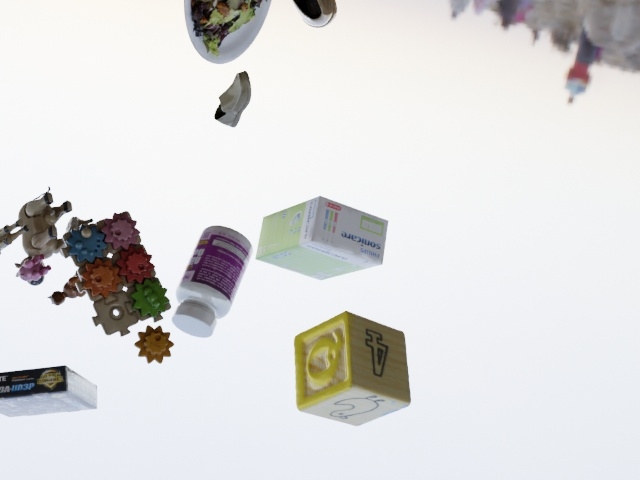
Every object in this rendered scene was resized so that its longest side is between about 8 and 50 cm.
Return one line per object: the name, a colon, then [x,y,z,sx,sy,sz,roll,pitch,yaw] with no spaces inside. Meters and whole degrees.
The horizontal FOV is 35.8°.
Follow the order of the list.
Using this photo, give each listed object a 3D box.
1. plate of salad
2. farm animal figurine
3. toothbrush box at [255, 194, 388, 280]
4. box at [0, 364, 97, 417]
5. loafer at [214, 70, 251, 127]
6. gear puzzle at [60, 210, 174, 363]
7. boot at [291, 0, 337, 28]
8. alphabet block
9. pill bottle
plate of salad: [-0.100,-0.314,1.223,0.048,0.200,0.200,20,-160,24]
farm animal figurine: [-0.734,0.016,2.525,0.330,0.172,0.327,43,-148,-41]
toothbrush box: [0.000,0.000,2.433,0.206,0.122,0.283,19,162,-27]
box: [-0.523,0.281,1.823,0.175,0.051,0.220,-6,162,1]
loafer: [-0.176,-0.280,1.983,0.050,0.148,0.056,-3,-127,-24]
gear puzzle: [-0.410,0.108,2.090,0.175,0.339,0.044,-23,175,-29]
boot: [-0.059,-0.581,2.018,0.112,0.305,0.115,-27,-177,14]
alphabet block: [0.072,0.299,2.283,0.197,0.192,0.194,22,-129,-38]
pill bottle: [-0.316,0.120,2.836,0.169,0.169,0.302,14,-122,10]
